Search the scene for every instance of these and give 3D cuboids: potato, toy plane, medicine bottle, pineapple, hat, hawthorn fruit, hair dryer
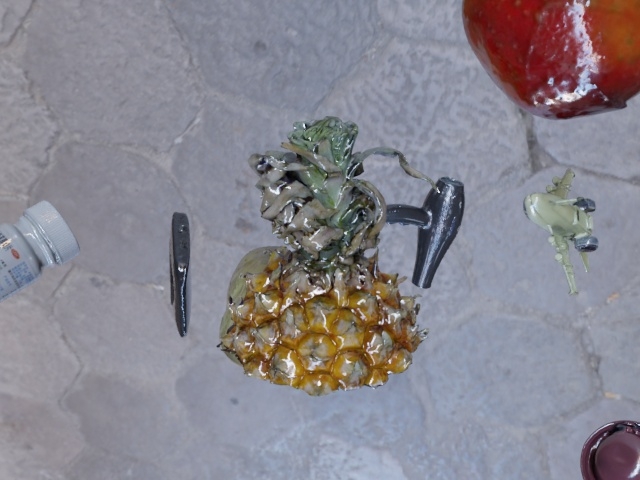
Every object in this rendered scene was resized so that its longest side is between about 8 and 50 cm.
[{"bbox_3d":[-0.098,0.109,1.275,0.141,0.296,0.192,26,110,-21],"label":"potato"},{"bbox_3d":[0.432,-0.032,1.253,0.104,0.242,0.256,-5,159,29],"label":"toy plane"},{"bbox_3d":[-0.468,0.022,1.082,0.105,0.168,0.105,38,149,28],"label":"medicine bottle"},{"bbox_3d":[0.000,0.000,0.814,0.262,0.262,0.272,5,117,11],"label":"pineapple"},{"bbox_3d":[0.664,0.484,1.535,0.205,0.205,0.089,-13,144,22],"label":"hat"},{"bbox_3d":[0.327,-0.321,0.981,0.307,0.265,0.265,34,126,-24],"label":"hawthorn fruit"},{"bbox_3d":[0.127,-0.015,1.157,0.219,0.075,0.196,3,114,-27],"label":"hair dryer"}]

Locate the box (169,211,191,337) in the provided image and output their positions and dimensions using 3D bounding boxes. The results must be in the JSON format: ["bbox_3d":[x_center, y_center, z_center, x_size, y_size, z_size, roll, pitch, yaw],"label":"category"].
[{"bbox_3d":[-0.264,0.064,1.336,0.042,0.212,0.201,-1,129,-12],"label":"box"}]
